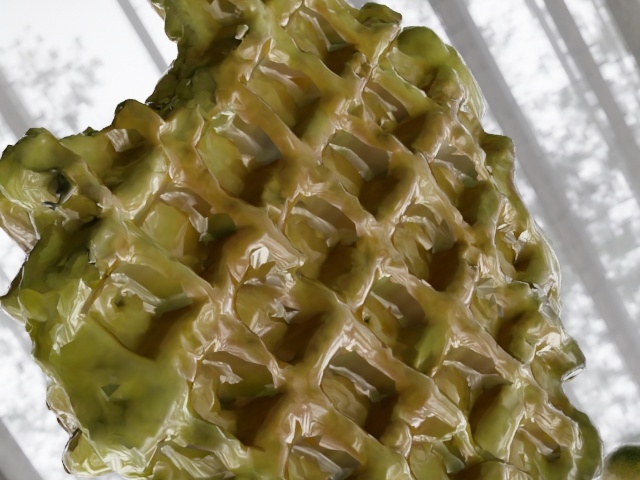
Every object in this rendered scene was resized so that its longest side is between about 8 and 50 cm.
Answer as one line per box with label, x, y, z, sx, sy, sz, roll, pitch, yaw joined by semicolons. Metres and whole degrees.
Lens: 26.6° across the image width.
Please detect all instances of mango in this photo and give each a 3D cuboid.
mango;0.319;0.245;1.266;0.111;0.163;0.089;-40;-157;46

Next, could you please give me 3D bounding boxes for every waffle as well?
waffle;0.000;0.008;0.521;0.058;0.281;0.301;-31;-135;39
